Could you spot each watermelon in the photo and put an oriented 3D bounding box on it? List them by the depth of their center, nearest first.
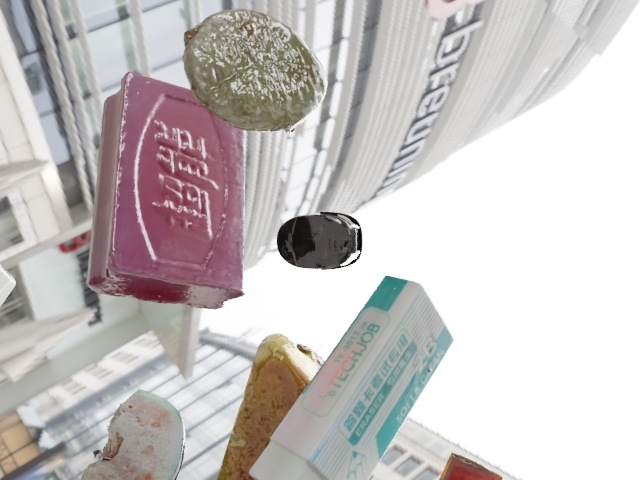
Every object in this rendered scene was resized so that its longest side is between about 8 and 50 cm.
[{"bbox_3d":[-0.372,0.485,1.608,0.188,0.321,0.175,16,-34,15],"label":"watermelon"}]

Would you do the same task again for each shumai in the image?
[{"bbox_3d":[-0.100,-0.216,1.055,0.201,0.201,0.120,56,-32,10],"label":"shumai"}]

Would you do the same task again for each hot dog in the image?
[{"bbox_3d":[-0.078,0.412,1.641,0.223,0.405,0.185,17,1,2],"label":"hot dog"}]

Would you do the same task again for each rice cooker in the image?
[{"bbox_3d":[0.000,0.000,1.480,0.106,0.165,0.112,-40,130,-84],"label":"rice cooker"}]

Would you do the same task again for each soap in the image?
[{"bbox_3d":[-0.248,-0.079,1.291,0.128,0.233,0.359,-34,-128,51],"label":"soap"}]

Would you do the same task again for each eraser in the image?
[{"bbox_3d":[0.037,0.146,0.706,0.052,0.225,0.095,17,-29,43],"label":"eraser"}]

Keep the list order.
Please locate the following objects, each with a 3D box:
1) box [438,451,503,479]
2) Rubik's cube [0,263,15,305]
[{"bbox_3d":[0.171,0.484,1.141,0.089,0.313,0.197,23,-16,22],"label":"box"},{"bbox_3d":[-0.652,0.085,1.052,0.316,0.322,0.319,35,-16,-8],"label":"Rubik's cube"}]
